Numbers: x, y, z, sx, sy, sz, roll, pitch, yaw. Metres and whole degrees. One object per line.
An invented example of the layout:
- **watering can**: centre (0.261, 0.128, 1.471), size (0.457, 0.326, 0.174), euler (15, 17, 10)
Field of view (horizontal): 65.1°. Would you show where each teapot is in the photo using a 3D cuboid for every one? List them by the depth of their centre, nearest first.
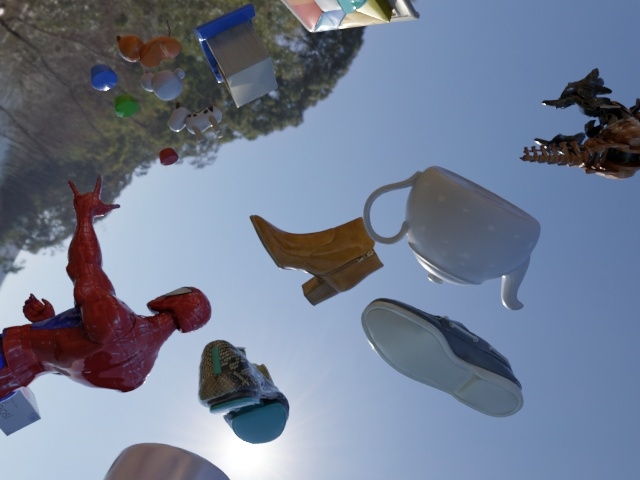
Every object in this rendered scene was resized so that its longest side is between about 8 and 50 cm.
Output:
- **teapot**: centre (0.244, -0.008, 0.906), size (0.256, 0.252, 0.187), euler (46, -65, 42)

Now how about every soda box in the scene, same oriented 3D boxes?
- **soda box**: centre (-0.623, 0.279, 0.968), size (0.069, 0.216, 0.074), euler (-25, -136, -24)

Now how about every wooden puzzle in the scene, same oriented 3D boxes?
- **wooden puzzle**: centre (0.020, -0.403, 0.815), size (0.221, 0.238, 0.044), euler (8, -94, 32)

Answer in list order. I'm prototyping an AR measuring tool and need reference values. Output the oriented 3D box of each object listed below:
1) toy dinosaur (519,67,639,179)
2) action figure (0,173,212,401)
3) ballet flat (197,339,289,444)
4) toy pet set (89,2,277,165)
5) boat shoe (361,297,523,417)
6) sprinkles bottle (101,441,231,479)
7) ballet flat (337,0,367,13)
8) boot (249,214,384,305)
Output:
- **toy dinosaur**: centre (0.484, -0.174, 0.828), size (0.164, 0.322, 0.218), euler (-68, -152, 28)
- **action figure**: centre (-0.213, 0.050, 0.308), size (0.091, 0.280, 0.139), euler (98, -26, -45)
- **ballet flat**: centre (-0.174, 0.350, 1.190), size (0.164, 0.483, 0.182), euler (-16, -121, -2)
- **toy pet set**: centre (-0.094, -0.126, 0.355), size (0.114, 0.122, 0.065), euler (-27, -106, -6)
- **boat shoe**: centre (0.210, 0.187, 0.873), size (0.116, 0.319, 0.099), euler (-53, -172, 34)
- **sprinkles bottle**: centre (-0.168, 0.324, 0.331), size (0.121, 0.121, 0.355), euler (-37, -159, 34)
- **ballet flat**: centre (0.038, -0.330, 0.540), size (0.247, 0.087, 0.083), euler (164, -84, -71)
- **boot**: centre (0.001, 0.001, 1.120), size (0.211, 0.295, 0.104), euler (-35, -150, 5)
